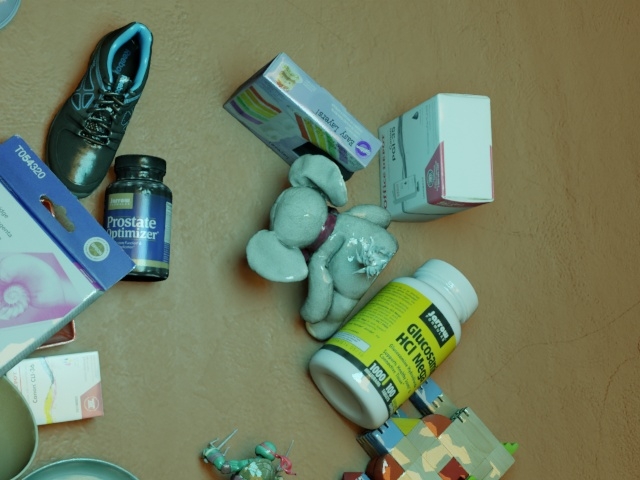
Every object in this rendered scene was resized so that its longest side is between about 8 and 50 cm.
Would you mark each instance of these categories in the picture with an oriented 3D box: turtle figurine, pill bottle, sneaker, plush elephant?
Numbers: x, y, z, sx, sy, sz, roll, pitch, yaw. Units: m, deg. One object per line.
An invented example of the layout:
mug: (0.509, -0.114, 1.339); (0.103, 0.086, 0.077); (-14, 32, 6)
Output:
turtle figurine: (-0.143, 0.441, 1.773); (0.175, 0.118, 0.234); (38, 75, -15)
pill bottle: (-0.330, -0.039, 1.746); (0.123, 0.123, 0.219); (5, 81, -24)
sneaker: (-0.396, -0.242, 1.735); (0.125, 0.139, 0.341); (21, 76, -23)
plush elephant: (0.000, 0.000, 1.828); (0.255, 0.330, 0.272); (37, 76, 4)
pill bottle: (0.152, 0.193, 1.896); (0.334, 0.188, 0.188); (-42, 101, -23)

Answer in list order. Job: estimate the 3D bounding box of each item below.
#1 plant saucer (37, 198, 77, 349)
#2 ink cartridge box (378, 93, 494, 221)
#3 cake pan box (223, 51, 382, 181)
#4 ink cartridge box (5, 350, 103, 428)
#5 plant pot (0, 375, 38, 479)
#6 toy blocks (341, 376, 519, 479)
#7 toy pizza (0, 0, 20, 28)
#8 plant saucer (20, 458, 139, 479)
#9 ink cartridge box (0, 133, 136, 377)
plant saucer: (-0.572, 0.073, 1.661); (0.259, 0.048, 0.258); (-10, 87, -26)
ink cartridge box: (0.223, -0.155, 1.928); (0.117, 0.283, 0.207); (1, 82, -21)
cake pan box: (-0.035, -0.218, 1.839); (0.267, 0.246, 0.070); (41, 72, -16)
ink cartridge box: (-0.482, 0.258, 1.664); (0.198, 0.067, 0.115); (-5, 85, -25)
plant pot: (-0.615, 0.328, 1.508); (0.284, 0.284, 0.191); (32, 114, -17)
toy blocks: (0.189, 0.437, 1.906); (0.381, 0.191, 0.261); (-41, 88, -24)
toy pizza: (-0.634, -0.455, 1.715); (0.201, 0.032, 0.201); (4, 81, -25)
plant saucer: (-0.423, 0.536, 1.663); (0.317, 0.043, 0.317); (5, 79, -25)
ink cartridge box: (-0.529, 0.018, 1.588); (0.330, 0.071, 0.324); (-42, 86, -22)
